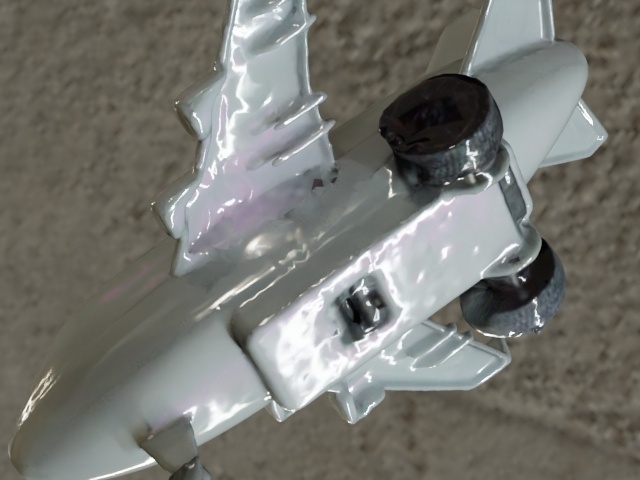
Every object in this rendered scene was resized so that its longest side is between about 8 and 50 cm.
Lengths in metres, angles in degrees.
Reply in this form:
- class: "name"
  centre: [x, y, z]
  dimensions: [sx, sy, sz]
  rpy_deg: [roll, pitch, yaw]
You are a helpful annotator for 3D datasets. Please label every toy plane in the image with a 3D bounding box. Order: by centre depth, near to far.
- class: "toy plane"
  centre: [0.003, 0.002, 0.604]
  dimensions: [0.101, 0.255, 0.251]
  rpy_deg: [34, 158, 45]
